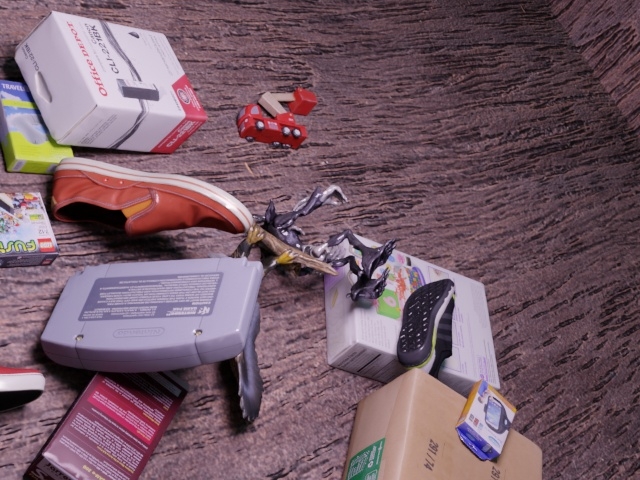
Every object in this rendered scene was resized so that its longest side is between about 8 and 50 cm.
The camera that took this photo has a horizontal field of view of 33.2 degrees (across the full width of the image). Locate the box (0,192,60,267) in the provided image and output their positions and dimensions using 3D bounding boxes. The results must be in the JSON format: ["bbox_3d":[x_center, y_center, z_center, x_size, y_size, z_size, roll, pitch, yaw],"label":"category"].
[{"bbox_3d":[-0.499,-0.014,1.584,0.207,0.036,0.114,-4,62,-43],"label":"box"}]

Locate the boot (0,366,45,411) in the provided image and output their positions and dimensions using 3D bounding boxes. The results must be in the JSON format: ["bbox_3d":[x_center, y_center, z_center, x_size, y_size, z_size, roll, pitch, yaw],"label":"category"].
[{"bbox_3d":[-0.494,0.143,1.427,0.244,0.088,0.176,4,55,-35],"label":"boot"}]

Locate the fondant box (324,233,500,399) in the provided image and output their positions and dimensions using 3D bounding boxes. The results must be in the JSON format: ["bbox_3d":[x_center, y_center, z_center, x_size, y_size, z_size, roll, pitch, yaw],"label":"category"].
[{"bbox_3d":[0.167,0.151,1.987,0.330,0.096,0.238,21,47,-28],"label":"fondant box"}]

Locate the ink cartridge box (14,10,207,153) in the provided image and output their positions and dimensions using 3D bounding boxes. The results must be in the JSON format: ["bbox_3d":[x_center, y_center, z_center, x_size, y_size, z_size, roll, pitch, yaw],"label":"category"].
[{"bbox_3d":[-0.351,-0.262,1.818,0.273,0.114,0.197,-3,59,-55],"label":"ink cartridge box"}]

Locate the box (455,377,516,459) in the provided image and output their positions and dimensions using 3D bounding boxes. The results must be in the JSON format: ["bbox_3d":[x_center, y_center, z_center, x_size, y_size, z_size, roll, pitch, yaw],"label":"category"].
[{"bbox_3d":[0.270,0.295,1.752,0.081,0.028,0.136,43,35,-5],"label":"box"}]

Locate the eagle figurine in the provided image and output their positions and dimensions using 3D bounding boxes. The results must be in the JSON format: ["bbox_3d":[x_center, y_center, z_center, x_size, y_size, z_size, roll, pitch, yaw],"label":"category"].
[{"bbox_3d":[-0.147,0.109,1.714,0.226,0.225,0.298,19,69,27],"label":"eagle figurine"}]

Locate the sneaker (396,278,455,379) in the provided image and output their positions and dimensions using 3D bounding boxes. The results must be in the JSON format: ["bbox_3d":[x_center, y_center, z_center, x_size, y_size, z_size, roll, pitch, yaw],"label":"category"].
[{"bbox_3d":[0.192,0.166,1.886,0.097,0.084,0.234,59,38,-26],"label":"sneaker"}]

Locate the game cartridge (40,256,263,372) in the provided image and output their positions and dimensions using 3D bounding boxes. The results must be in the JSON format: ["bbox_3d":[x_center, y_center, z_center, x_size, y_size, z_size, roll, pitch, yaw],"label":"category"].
[{"bbox_3d":[-0.242,0.106,1.550,0.297,0.062,0.198,-3,41,11],"label":"game cartridge"}]

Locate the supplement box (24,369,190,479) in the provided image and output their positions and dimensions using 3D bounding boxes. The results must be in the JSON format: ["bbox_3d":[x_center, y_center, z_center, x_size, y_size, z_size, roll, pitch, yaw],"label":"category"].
[{"bbox_3d":[-0.294,0.265,1.509,0.130,0.073,0.239,39,40,-8],"label":"supplement box"}]

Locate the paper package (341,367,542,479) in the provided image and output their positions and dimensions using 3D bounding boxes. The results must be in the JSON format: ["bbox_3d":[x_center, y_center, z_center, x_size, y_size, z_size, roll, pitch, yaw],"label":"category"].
[{"bbox_3d":[0.193,0.417,1.724,0.310,0.168,0.324,34,39,-16],"label":"paper package"}]

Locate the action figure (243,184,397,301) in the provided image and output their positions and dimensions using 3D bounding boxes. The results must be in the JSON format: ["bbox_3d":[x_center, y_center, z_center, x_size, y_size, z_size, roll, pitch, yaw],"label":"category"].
[{"bbox_3d":[0.000,0.000,1.864,0.276,0.164,0.141,26,47,26],"label":"action figure"}]

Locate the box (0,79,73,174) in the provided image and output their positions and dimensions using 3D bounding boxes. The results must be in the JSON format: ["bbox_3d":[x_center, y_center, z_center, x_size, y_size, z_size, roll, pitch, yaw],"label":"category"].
[{"bbox_3d":[-0.473,-0.191,1.747,0.109,0.042,0.178,2,57,-42],"label":"box"}]

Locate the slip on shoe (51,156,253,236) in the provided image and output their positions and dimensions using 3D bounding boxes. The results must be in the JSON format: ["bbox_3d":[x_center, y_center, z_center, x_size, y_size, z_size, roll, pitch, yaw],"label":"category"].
[{"bbox_3d":[-0.268,-0.048,1.682,0.332,0.123,0.101,11,68,7],"label":"slip on shoe"}]

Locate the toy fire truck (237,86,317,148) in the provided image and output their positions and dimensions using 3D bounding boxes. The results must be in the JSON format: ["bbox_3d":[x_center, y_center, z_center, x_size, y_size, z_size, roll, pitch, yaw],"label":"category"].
[{"bbox_3d":[-0.085,-0.251,2.130,0.192,0.047,0.135,8,53,-36],"label":"toy fire truck"}]
